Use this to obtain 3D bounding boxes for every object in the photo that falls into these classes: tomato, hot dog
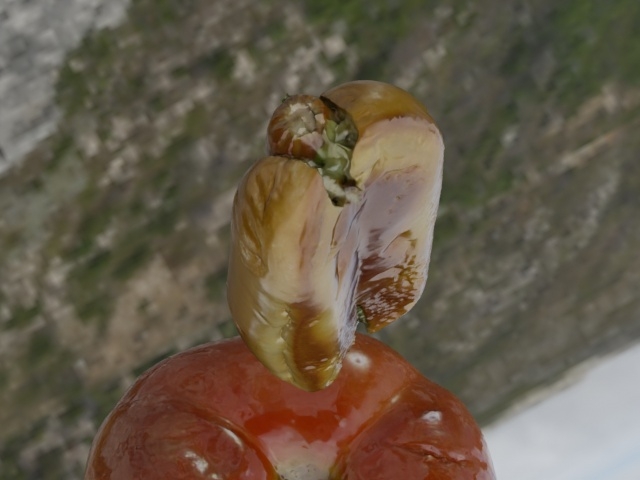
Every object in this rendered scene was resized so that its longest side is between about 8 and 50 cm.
[{"bbox_3d":[-0.014,0.175,0.998,0.260,0.260,0.180,-26,156,-23],"label":"tomato"},{"bbox_3d":[0.000,0.000,0.731,0.100,0.068,0.249,-44,166,-13],"label":"hot dog"}]
